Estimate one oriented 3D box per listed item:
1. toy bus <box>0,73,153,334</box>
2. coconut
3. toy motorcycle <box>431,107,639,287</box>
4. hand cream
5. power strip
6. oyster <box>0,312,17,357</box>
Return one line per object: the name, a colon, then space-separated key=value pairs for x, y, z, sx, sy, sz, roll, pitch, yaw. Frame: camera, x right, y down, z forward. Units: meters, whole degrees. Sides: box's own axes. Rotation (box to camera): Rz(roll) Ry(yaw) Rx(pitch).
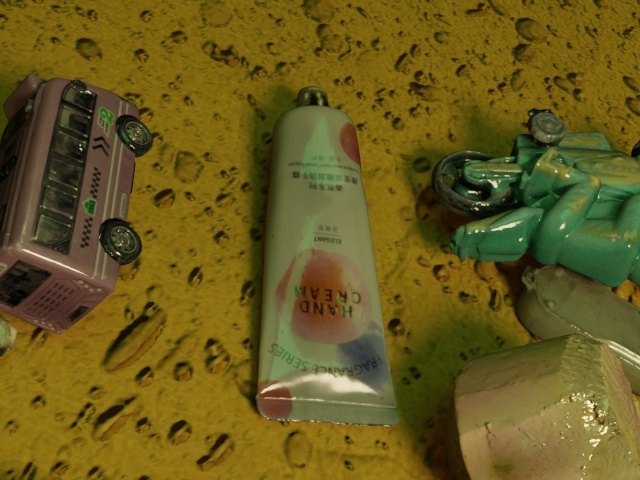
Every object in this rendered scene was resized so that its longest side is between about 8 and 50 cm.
toy bus: x=-0.207 y=-0.035 z=0.737 sx=0.108 sy=0.096 sz=0.198 roll=27 pitch=44 yaw=-32
coconut: x=0.172 y=0.154 z=0.743 sx=0.147 sy=0.153 sz=0.147 roll=44 pitch=36 yaw=-44
toy motorcycle: x=0.259 y=-0.028 z=0.905 sx=0.297 sy=0.109 sz=0.198 roll=-2 pitch=47 yaw=-7
hand cream: x=0.000 y=0.000 z=0.838 sx=0.125 sy=0.077 sz=0.340 roll=7 pitch=58 yaw=-18
power strip: x=0.312 y=0.108 z=0.892 sx=0.286 sy=0.048 sz=0.080 roll=29 pitch=48 yaw=0
oyster: x=-0.300 y=0.076 z=0.661 sx=0.148 sy=0.051 sz=0.103 roll=28 pitch=53 yaw=-27
